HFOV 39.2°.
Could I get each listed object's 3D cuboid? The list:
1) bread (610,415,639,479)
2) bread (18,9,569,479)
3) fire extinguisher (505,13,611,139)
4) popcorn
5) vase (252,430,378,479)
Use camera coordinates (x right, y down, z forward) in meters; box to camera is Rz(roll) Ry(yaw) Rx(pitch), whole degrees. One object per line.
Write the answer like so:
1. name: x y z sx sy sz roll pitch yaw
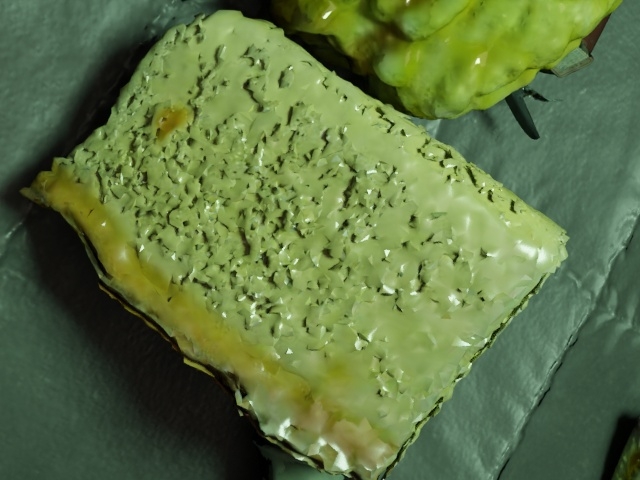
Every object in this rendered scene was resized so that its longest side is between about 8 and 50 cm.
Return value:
1. bread: 0.468 0.284 0.940 0.338 0.155 0.187 9 99 -26
2. bread: 0.000 0.000 0.703 0.315 0.279 0.248 41 99 12
3. fire extinguisher: 0.220 -0.227 0.775 0.104 0.105 0.269 29 85 -26
4. popcorn: 0.077 -0.201 0.658 0.285 0.174 0.225 -2 113 1
5. vase: -0.024 0.341 0.729 0.165 0.165 0.360 9 90 -26
